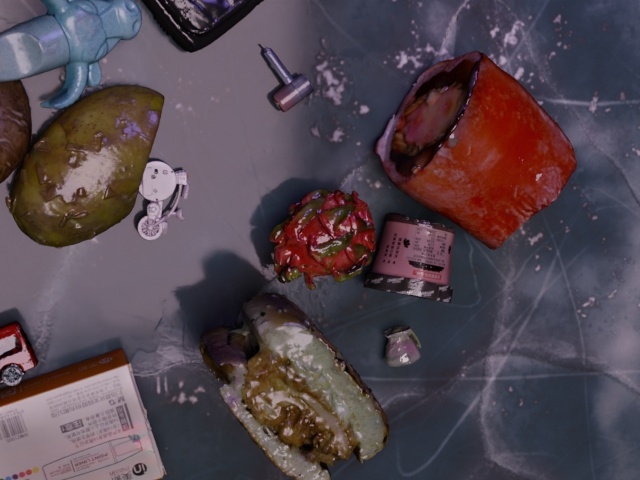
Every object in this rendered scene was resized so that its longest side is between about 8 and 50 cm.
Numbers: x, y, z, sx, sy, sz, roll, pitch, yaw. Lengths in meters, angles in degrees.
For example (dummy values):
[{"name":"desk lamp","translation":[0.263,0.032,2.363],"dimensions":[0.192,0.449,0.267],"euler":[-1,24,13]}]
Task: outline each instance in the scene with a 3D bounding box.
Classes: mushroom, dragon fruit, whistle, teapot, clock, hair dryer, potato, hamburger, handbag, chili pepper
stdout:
[{"name":"mushroom","translation":[-0.508,-0.140,1.441],"dimensions":[0.151,0.156,0.285],"euler":[39,61,-14]},{"name":"dragon fruit","translation":[0.000,0.000,1.658],"dimensions":[0.172,0.160,0.166],"euler":[-12,137,-12]},{"name":"whistle","translation":[-0.375,-0.300,1.470],"dimensions":[0.274,0.093,0.186],"euler":[-32,121,-34]},{"name":"teapot","translation":[0.147,0.184,1.783],"dimensions":[0.083,0.064,0.064],"euler":[-20,100,-46]},{"name":"clock","translation":[-0.257,-0.063,1.616],"dimensions":[0.087,0.041,0.129],"euler":[6,94,-14]},{"name":"hair dryer","translation":[-0.068,-0.272,1.638],"dimensions":[0.063,0.037,0.114],"euler":[-37,101,-6]},{"name":"potato","translation":[-0.344,-0.116,1.526],"dimensions":[0.176,0.141,0.298],"euler":[43,87,-24]},{"name":"hamburger","translation":[-0.054,0.226,1.613],"dimensions":[0.195,0.277,0.318],"euler":[-39,114,-2]},{"name":"handbag","translation":[-0.193,-0.458,1.538],"dimensions":[0.244,0.088,0.275],"euler":[-41,108,-10]},{"name":"chili pepper","translation":[0.277,-0.135,1.669],"dimensions":[0.305,0.229,0.251],"euler":[35,72,-19]}]

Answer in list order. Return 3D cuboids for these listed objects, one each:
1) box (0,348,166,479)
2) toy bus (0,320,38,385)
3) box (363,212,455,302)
[{"name":"box","translation":[-0.409,0.322,1.620],"dimensions":[0.274,0.091,0.220],"euler":[-16,106,-13]},{"name":"toy bus","translation":[-0.544,0.201,1.563],"dimensions":[0.195,0.081,0.089],"euler":[-23,97,-11]},{"name":"box","translation":[0.159,0.029,1.708],"dimensions":[0.151,0.151,0.135],"euler":[11,90,-19]}]
